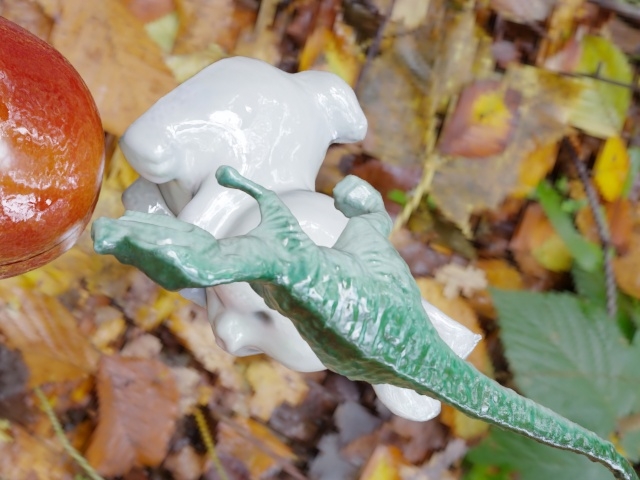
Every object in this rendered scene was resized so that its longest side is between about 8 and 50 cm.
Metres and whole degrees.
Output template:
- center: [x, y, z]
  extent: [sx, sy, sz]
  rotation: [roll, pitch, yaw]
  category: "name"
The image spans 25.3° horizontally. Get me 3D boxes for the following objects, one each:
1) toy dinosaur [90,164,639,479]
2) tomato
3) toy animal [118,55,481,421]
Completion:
- center: [0.053, 0.039, 0.739]
  extent: [0.383, 0.129, 0.076]
  rotation: [23, 126, -27]
  category: "toy dinosaur"
- center: [-0.317, -0.073, 1.110]
  extent: [0.299, 0.299, 0.226]
  rotation: [-5, 78, -46]
  category: "tomato"
- center: [-0.010, 0.003, 1.308]
  extent: [0.241, 0.367, 0.196]
  rotation: [-29, 160, -13]
  category: "toy animal"
